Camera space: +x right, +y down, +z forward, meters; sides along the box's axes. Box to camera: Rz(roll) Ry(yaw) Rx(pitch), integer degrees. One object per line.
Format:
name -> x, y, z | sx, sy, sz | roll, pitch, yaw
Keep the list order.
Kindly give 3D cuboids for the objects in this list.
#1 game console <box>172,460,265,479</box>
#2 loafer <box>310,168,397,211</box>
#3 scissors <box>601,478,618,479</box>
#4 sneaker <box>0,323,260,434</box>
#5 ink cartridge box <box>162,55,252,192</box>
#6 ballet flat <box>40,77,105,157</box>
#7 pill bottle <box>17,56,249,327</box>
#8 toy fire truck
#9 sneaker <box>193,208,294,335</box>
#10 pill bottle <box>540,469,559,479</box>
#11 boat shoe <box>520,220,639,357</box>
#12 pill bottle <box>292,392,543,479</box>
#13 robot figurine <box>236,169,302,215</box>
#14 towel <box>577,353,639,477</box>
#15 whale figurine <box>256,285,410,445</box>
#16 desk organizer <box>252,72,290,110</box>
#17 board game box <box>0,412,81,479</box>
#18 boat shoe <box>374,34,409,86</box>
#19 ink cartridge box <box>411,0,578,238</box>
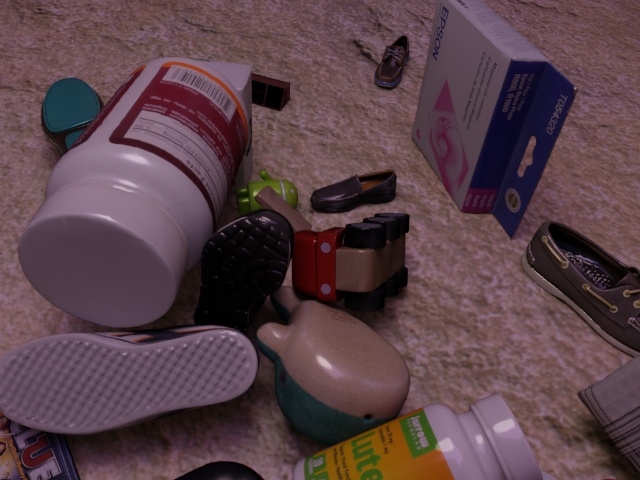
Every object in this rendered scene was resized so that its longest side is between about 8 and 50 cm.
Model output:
game console -> -0.151, 0.443, 0.546 | 0.342, 0.060, 0.386 | -18, 51, -21
loafer -> 0.062, -0.099, 1.064 | 0.170, 0.061, 0.062 | -14, 51, -16
scissors -> 0.346, 0.407, 0.647 | 0.109, 0.021, 0.297 | 26, 49, 15
sneaker -> -0.237, 0.175, 0.738 | 0.321, 0.127, 0.126 | -3, 82, -2
ink cartridge box -> -0.208, -0.204, 1.033 | 0.160, 0.219, 0.092 | 7, 43, 1
ballet flat -> -0.434, -0.174, 1.056 | 0.123, 0.123, 0.348 | -19, 49, -21
pill bottle -> -0.243, -0.083, 0.817 | 0.224, 0.224, 0.392 | 7, 41, 2
toy fire truck -> 0.000, 0.000, 0.886 | 0.246, 0.158, 0.217 | 3, 10, 22
sneaker -> -0.097, 0.028, 0.783 | 0.107, 0.283, 0.124 | 32, 49, -2
pill bottle -> 0.213, 0.348, 0.632 | 0.108, 0.108, 0.180 | 33, 53, 23
boat shoe -> 0.466, 0.081, 0.912 | 0.109, 0.091, 0.305 | -32, 57, -30
pill bottle -> 0.106, 0.264, 0.629 | 0.246, 0.136, 0.136 | -25, 50, 3
robot figurine -> -0.092, -0.075, 1.024 | 0.115, 0.067, 0.101 | -6, 50, -11
towel -> 0.494, 0.221, 0.608 | 0.056, 0.324, 0.312 | -8, 56, -43
whale figurine -> 0.001, 0.165, 0.782 | 0.216, 0.141, 0.272 | 15, 18, -30
desk organizer -> -0.137, -0.336, 1.277 | 0.130, 0.047, 0.050 | 18, 51, 12
board game box -> -0.400, 0.267, 0.697 | 0.165, 0.042, 0.243 | -24, 53, -25
boat shoe -> 0.174, -0.440, 1.386 | 0.066, 0.066, 0.183 | 14, 48, 9
ink cartridge box -> 0.277, -0.219, 1.015 | 0.071, 0.324, 0.330 | -11, 49, -14
